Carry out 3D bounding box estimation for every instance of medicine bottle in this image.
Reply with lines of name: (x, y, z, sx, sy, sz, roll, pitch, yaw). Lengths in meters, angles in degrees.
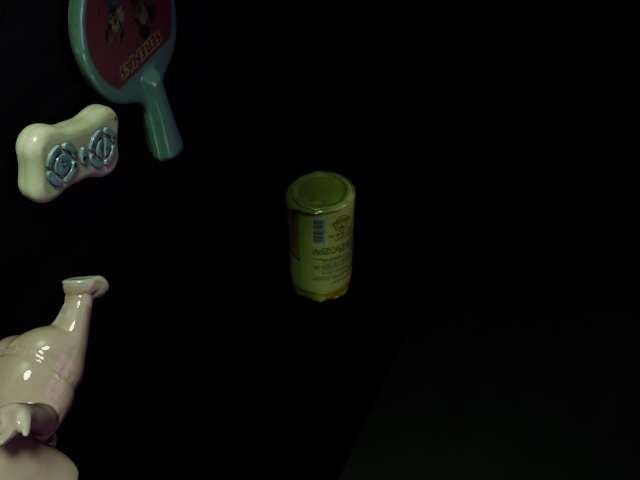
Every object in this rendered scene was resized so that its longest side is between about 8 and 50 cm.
medicine bottle: (0.000, 0.000, 1.332, 0.124, 0.124, 0.239, -54, 155, -43)

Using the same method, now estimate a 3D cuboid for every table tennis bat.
table tennis bat: (-0.187, -0.184, 0.766, 0.244, 0.040, 0.153, 81, 31, -44)

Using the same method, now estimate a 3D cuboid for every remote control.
remote control: (-0.236, -0.084, 0.709, 0.122, 0.032, 0.074, -45, 146, -56)

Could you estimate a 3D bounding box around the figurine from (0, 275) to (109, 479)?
figurine: (-0.266, 0.175, 0.661, 0.186, 0.176, 0.287, 59, 30, -33)
